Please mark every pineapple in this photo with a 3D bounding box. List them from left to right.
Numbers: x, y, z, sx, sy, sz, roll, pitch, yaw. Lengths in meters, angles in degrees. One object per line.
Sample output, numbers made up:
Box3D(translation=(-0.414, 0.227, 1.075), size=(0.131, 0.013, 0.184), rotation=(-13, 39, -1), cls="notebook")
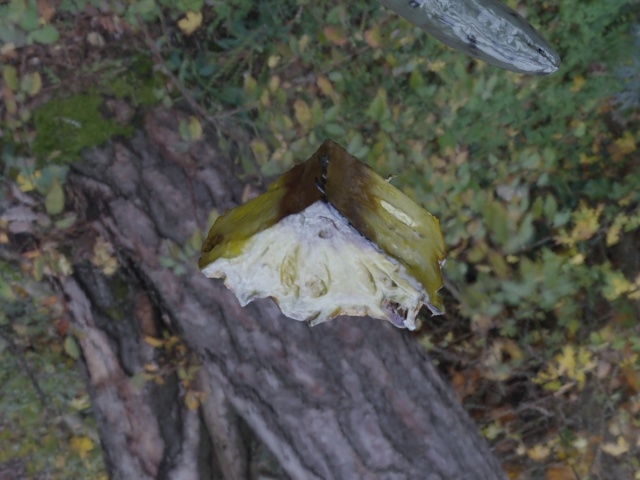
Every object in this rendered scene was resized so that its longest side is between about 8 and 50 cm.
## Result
Box3D(translation=(0.000, 0.000, 0.443), size=(0.137, 0.069, 0.116), rotation=(1, 139, 4), cls="pineapple")

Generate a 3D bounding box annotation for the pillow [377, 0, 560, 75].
Box3D(translation=(0.091, -0.205, 0.703), size=(0.051, 0.241, 0.093), rotation=(-61, -172, -3), cls="pillow")
